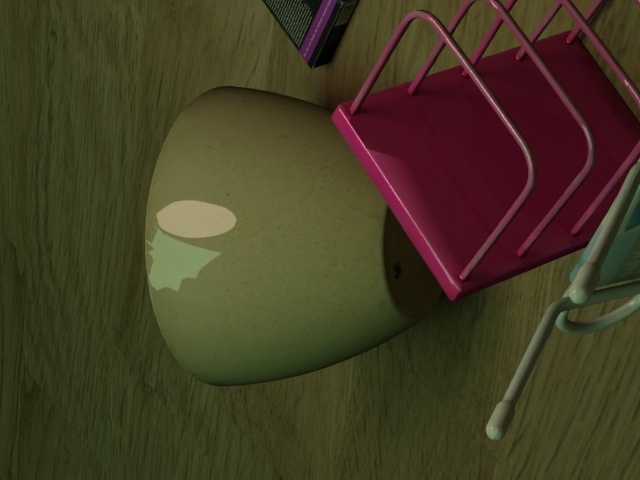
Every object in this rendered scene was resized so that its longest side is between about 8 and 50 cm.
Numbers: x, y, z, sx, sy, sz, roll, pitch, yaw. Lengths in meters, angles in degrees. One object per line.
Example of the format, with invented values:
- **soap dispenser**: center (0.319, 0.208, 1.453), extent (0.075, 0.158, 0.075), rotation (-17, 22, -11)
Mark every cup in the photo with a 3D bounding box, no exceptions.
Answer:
- **cup**: center (0.000, 0.000, 2.111), extent (0.237, 0.331, 0.331), rotation (3, 113, 29)

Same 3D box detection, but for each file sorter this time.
- **file sorter**: center (0.204, -0.116, 1.705), extent (0.202, 0.290, 0.182), rotation (57, 144, 18)

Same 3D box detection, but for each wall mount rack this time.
- **wall mount rack**: center (0.274, 0.028, 1.663), extent (0.130, 0.304, 0.350), rotation (61, 149, 29)

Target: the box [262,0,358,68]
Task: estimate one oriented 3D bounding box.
- **box**: center (-0.026, -0.290, 2.200), extent (0.162, 0.029, 0.116), rotation (55, 145, 19)
